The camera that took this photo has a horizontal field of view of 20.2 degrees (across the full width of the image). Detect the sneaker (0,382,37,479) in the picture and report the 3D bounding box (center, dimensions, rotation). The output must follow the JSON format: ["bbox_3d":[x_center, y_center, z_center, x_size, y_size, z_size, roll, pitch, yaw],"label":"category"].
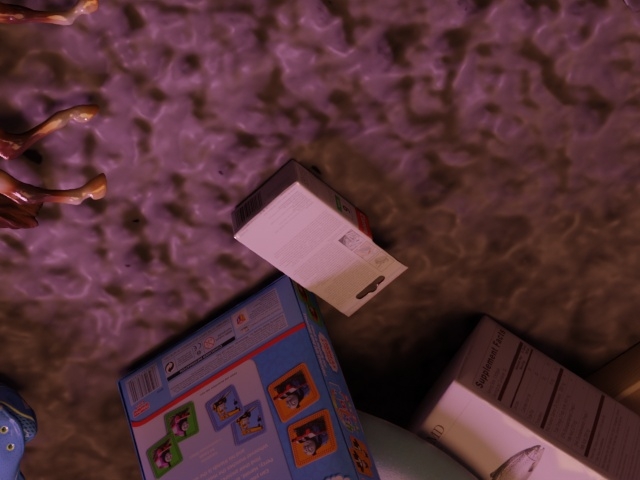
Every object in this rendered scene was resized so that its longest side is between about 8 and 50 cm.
[{"bbox_3d":[-0.277,0.109,1.271,0.126,0.091,0.240,-23,129,-13],"label":"sneaker"}]

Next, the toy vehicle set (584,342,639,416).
[{"bbox_3d":[0.281,0.196,1.433,0.166,0.035,0.267,-36,124,19],"label":"toy vehicle set"}]

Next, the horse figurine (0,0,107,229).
[{"bbox_3d":[-0.223,-0.100,1.114,0.174,0.066,0.263,-5,126,-11],"label":"horse figurine"}]

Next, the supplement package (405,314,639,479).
[{"bbox_3d":[0.157,0.159,1.304,0.179,0.105,0.105,32,121,1],"label":"supplement package"}]

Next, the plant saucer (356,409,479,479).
[{"bbox_3d":[0.012,0.250,1.341,0.318,0.043,0.317,15,131,18],"label":"plant saucer"}]

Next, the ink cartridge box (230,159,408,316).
[{"bbox_3d":[0.000,0.000,1.245,0.063,0.029,0.115,-40,124,21],"label":"ink cartridge box"}]

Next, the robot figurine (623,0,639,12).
[{"bbox_3d":[0.281,-0.238,1.063,0.211,0.085,0.291,2,127,-8],"label":"robot figurine"}]

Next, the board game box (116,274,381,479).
[{"bbox_3d":[-0.048,0.149,1.239,0.160,0.211,0.039,-32,142,17],"label":"board game box"}]
